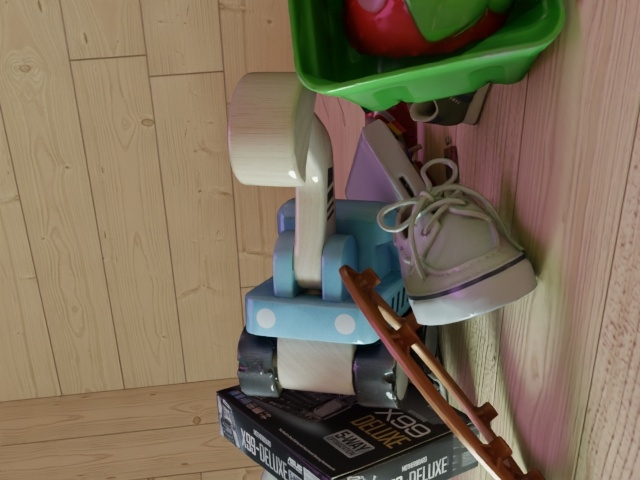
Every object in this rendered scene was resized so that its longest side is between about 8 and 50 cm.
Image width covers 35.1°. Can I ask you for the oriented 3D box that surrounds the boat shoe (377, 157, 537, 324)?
[{"bbox_3d":[0.140,-0.011,1.139,0.367,0.136,0.156,-90,-21,-84],"label":"boat shoe"}]

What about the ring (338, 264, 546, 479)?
[{"bbox_3d":[0.136,0.151,1.087,0.336,0.032,0.336,50,-175,-6],"label":"ring"}]

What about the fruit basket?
[{"bbox_3d":[0.090,-0.330,0.915,0.392,0.283,0.392,-10,-90,-79],"label":"fruit basket"}]

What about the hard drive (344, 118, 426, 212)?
[{"bbox_3d":[0.111,-0.040,1.494,0.203,0.040,0.307,59,170,9],"label":"hard drive"}]

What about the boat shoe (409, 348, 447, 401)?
[{"bbox_3d":[0.145,0.215,1.536,0.088,0.096,0.267,170,94,-80],"label":"boat shoe"}]

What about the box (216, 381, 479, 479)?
[{"bbox_3d":[0.032,0.264,1.420,0.307,0.242,0.076,24,122,54],"label":"box"}]

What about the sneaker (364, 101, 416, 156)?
[{"bbox_3d":[0.105,-0.207,1.633,0.128,0.087,0.221,-100,13,-70],"label":"sneaker"}]

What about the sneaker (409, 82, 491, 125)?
[{"bbox_3d":[0.148,-0.196,1.162,0.192,0.086,0.064,95,169,-57],"label":"sneaker"}]

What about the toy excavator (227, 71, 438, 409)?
[{"bbox_3d":[0.000,0.000,1.314,0.433,0.222,0.445,-30,-60,-67],"label":"toy excavator"}]

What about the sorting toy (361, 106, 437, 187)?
[{"bbox_3d":[0.129,-0.106,1.500,0.274,0.046,0.132,68,173,-31],"label":"sorting toy"}]

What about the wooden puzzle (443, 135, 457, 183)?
[{"bbox_3d":[0.177,-0.100,1.364,0.049,0.006,0.083,179,85,-84],"label":"wooden puzzle"}]

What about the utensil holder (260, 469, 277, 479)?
[{"bbox_3d":[0.028,0.539,1.859,0.385,0.327,0.327,98,166,-55],"label":"utensil holder"}]
